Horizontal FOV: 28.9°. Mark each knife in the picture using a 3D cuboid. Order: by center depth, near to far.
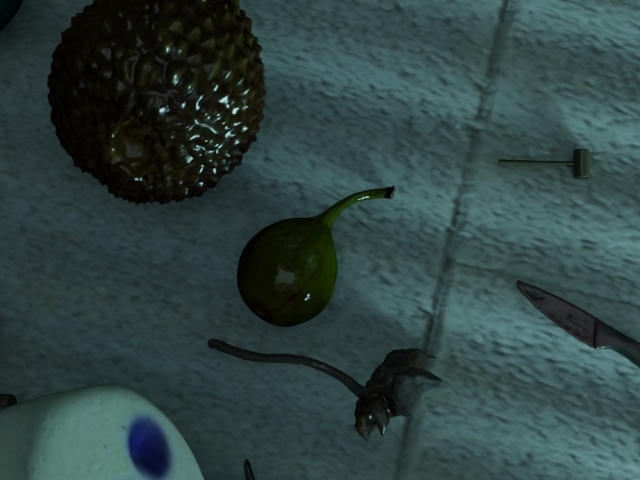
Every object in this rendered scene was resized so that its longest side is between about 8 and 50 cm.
[{"bbox_3d":[0.343,0.118,1.503,0.247,0.018,0.035,30,89,7],"label":"knife"}]

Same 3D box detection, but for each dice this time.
[{"bbox_3d":[-0.303,0.342,1.317,0.304,0.277,0.304,-28,78,33],"label":"dice"}]

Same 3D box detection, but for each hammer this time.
[{"bbox_3d":[0.274,-0.095,1.526,0.110,0.019,0.036,2,84,7],"label":"hammer"}]

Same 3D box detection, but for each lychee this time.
[{"bbox_3d":[-0.180,-0.185,1.437,0.267,0.267,0.268,0,85,2],"label":"lychee"}]

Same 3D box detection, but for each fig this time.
[{"bbox_3d":[0.000,0.000,1.485,0.124,0.124,0.236,43,73,5],"label":"fig"}]

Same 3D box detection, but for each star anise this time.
[{"bbox_3d":[0.009,0.136,1.468,0.227,0.218,0.148,39,45,-9],"label":"star anise"}]

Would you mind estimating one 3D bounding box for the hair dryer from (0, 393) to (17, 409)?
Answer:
[{"bbox_3d":[-0.422,0.156,1.506,0.117,0.064,0.182,3,77,1],"label":"hair dryer"}]

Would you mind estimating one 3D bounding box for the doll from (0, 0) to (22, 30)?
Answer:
[{"bbox_3d":[-0.461,-0.366,1.491,0.198,0.186,0.322,-14,81,1],"label":"doll"}]

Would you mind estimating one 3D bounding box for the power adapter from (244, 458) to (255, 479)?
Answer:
[{"bbox_3d":[-0.087,0.358,1.437,0.130,0.125,0.205,-18,85,2],"label":"power adapter"}]
